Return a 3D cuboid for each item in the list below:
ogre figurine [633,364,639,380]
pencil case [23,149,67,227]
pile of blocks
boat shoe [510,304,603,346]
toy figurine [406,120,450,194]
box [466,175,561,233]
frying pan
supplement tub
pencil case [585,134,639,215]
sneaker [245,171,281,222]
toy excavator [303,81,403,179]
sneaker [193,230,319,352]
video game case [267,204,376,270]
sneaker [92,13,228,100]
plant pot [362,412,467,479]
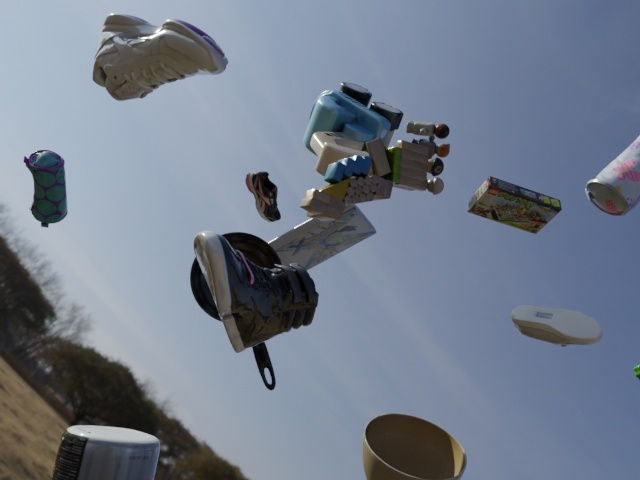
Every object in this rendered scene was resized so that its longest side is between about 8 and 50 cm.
[{"bbox_3d":[0.682,0.262,1.094,0.197,0.118,0.096,27,-28,21],"label":"ogre figurine"},{"bbox_3d":[-0.527,-0.100,1.142,0.151,0.070,0.064,110,-29,-42],"label":"pencil case"},{"bbox_3d":[0.089,-0.146,1.371,0.113,0.362,0.148,-3,-76,58],"label":"pile of blocks"},{"bbox_3d":[0.461,0.177,1.160,0.184,0.066,0.063,4,-48,46],"label":"boat shoe"},{"bbox_3d":[0.345,-0.272,1.925,0.148,0.209,0.213,12,-20,19],"label":"toy figurine"},{"bbox_3d":[0.499,-0.089,1.534,0.207,0.036,0.114,16,-39,-11],"label":"box"},{"bbox_3d":[-0.136,0.130,1.264,0.326,0.197,0.053,50,-13,2],"label":"frying pan"},{"bbox_3d":[-0.437,0.534,1.152,0.194,0.315,0.193,9,-12,2],"label":"supplement tub"},{"bbox_3d":[0.768,-0.182,1.427,0.124,0.273,0.113,39,-13,41],"label":"pencil case"},{"bbox_3d":[-0.162,-0.135,1.826,0.077,0.072,0.178,-10,-56,30],"label":"sneaker"},{"bbox_3d":[0.058,-0.294,1.723,0.433,0.445,0.222,40,-58,33],"label":"toy excavator"},{"bbox_3d":[-0.082,0.056,0.833,0.295,0.147,0.104,85,-18,-58],"label":"sneaker"},{"bbox_3d":[0.000,0.000,1.924,0.036,0.329,0.300,65,10,22],"label":"video game case"},{"bbox_3d":[-0.277,-0.296,1.012,0.305,0.152,0.114,19,-4,36],"label":"sneaker"},{"bbox_3d":[0.239,0.641,1.638,0.284,0.284,0.190,25,-68,36],"label":"plant pot"}]
